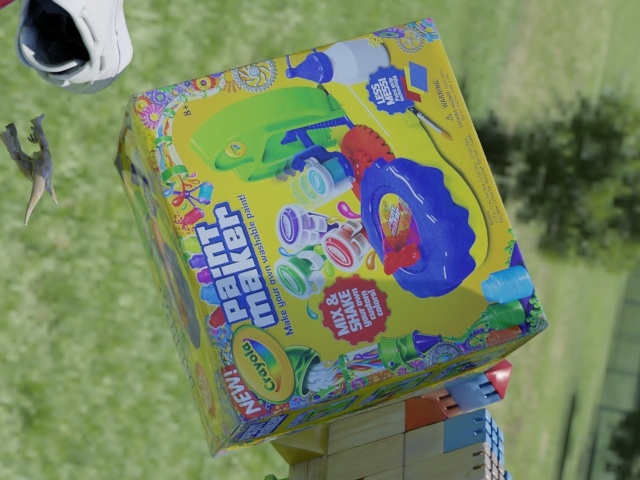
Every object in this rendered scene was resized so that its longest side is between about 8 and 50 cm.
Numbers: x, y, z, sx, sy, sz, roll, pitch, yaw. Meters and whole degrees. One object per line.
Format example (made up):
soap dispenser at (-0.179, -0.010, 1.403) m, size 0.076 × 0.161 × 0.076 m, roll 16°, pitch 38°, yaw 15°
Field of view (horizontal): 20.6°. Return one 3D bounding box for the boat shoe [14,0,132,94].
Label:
boat shoe at (-0.205, -0.167, 1.383) m, size 0.084 × 0.095 × 0.258 m, roll -56°, pitch 174°, yaw -20°

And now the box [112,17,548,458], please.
box at (0.000, 0.000, 1.522) m, size 0.177 × 0.279 × 0.290 m, roll 126°, pitch -54°, yaw -70°

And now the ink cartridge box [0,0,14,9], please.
ink cartridge box at (-0.364, -0.281, 1.631) m, size 0.134 × 0.231 × 0.078 m, roll -40°, pitch 169°, yaw -35°

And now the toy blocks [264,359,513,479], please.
toy blocks at (0.098, 0.274, 1.889) m, size 0.190 × 0.261 × 0.381 m, roll 55°, pitch 26°, yaw -35°

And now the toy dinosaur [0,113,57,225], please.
toy dinosaur at (-0.288, -0.076, 1.786) m, size 0.183 × 0.053 × 0.092 m, roll -117°, pitch -176°, yaw -76°
